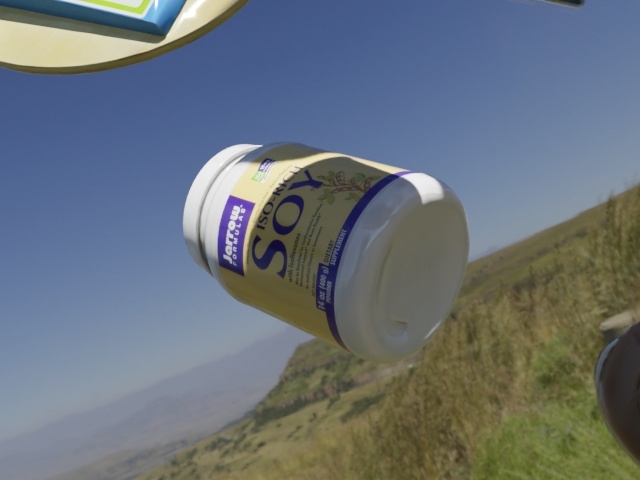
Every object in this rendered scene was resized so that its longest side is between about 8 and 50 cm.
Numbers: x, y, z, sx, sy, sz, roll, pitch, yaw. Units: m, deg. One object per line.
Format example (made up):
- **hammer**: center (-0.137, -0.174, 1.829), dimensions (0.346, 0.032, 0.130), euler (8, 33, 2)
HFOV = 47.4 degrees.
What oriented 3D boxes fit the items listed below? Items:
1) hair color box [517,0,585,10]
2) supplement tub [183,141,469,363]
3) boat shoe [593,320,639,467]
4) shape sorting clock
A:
- **hair color box**: center (0.054, -0.274, 0.596), dimensions (0.348, 0.105, 0.174), euler (17, 20, 13)
- **supplement tub**: center (0.000, 0.000, 0.971), dimensions (0.331, 0.240, 0.241), euler (19, 21, 38)
- **boat shoe**: center (0.293, 0.164, 0.375), dimensions (0.121, 0.341, 0.110), euler (-45, -18, 0)
- **shape sorting clock**: center (-0.118, -0.170, 0.404), dimensions (0.206, 0.206, 0.040), euler (-20, -27, -9)
